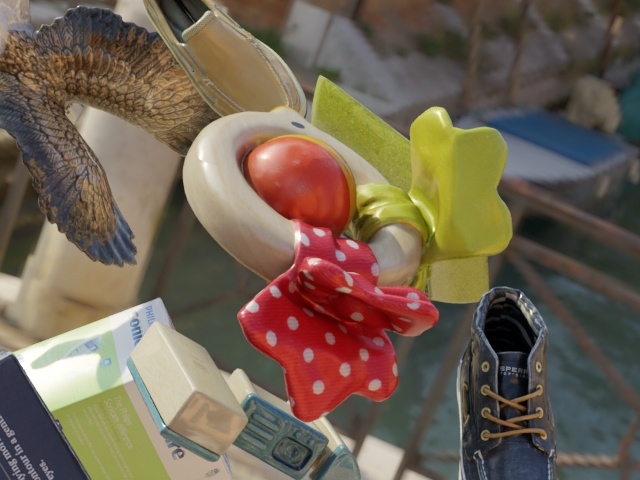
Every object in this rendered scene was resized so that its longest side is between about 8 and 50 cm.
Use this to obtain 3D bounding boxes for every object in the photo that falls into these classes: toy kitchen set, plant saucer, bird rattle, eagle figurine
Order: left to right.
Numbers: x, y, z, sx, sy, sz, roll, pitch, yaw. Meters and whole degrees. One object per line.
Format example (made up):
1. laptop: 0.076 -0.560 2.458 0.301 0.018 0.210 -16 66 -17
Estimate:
1. eagle figurine: -0.270 -0.146 1.838 0.298 0.226 0.225 33 27 13
2. toy kitchen set: -0.079 0.195 1.311 0.207 0.166 0.122 32 8 -28
3. bird rattle: 0.000 0.000 1.089 0.207 0.143 0.253 37 38 13
4. plant saucer: 0.060 -0.029 1.475 0.188 0.045 0.188 39 -17 23

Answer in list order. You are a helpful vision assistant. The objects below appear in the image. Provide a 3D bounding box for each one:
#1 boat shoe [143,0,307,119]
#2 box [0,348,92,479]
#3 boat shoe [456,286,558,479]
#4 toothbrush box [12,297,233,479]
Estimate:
1. boat shoe: -0.087 -0.155 1.371 0.190 0.068 0.072 43 -3 24
2. box: -0.252 0.300 1.057 0.312 0.179 0.343 -30 89 -27
3. boat shoe: 0.121 0.115 1.103 0.065 0.083 0.183 -1 41 -6
4. toothbrush box: -0.261 0.215 1.836 0.283 0.206 0.122 -20 39 1
